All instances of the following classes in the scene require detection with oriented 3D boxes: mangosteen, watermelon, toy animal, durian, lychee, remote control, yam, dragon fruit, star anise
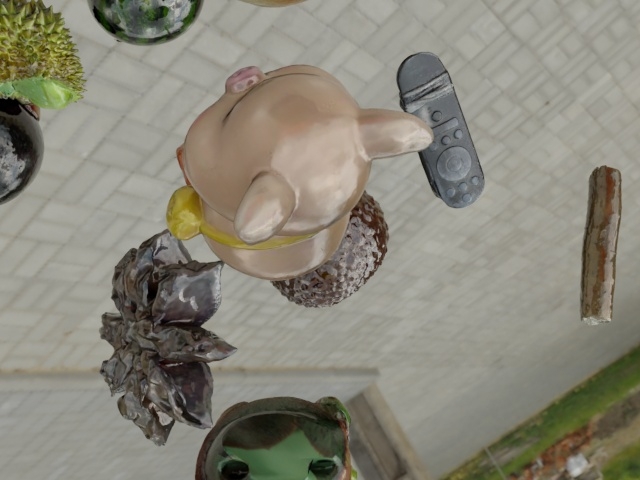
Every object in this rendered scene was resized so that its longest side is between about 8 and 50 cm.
[{"bbox_3d":[-0.859,-0.286,1.911,0.435,0.382,0.382,-51,148,16],"label":"mangosteen"},{"bbox_3d":[-0.375,-0.549,1.651,0.269,0.269,0.269,-24,152,-14],"label":"watermelon"},{"bbox_3d":[-0.037,-0.046,0.633,0.165,0.149,0.248,-44,178,-18],"label":"toy animal"},{"bbox_3d":[-0.479,-0.275,1.137,0.237,0.176,0.200,-11,170,-5],"label":"durian"},{"bbox_3d":[0.000,0.000,1.483,0.261,0.260,0.260,-24,152,-14],"label":"lychee"},{"bbox_3d":[0.181,-0.171,1.188,0.090,0.066,0.265,-28,118,-6],"label":"remote control"},{"bbox_3d":[0.420,0.007,1.148,0.057,0.241,0.057,6,171,1],"label":"yam"},{"bbox_3d":[-0.066,0.359,1.208,0.268,0.295,0.130,-44,146,-36],"label":"dragon fruit"},{"bbox_3d":[-0.233,0.134,1.103,0.118,0.331,0.331,6,136,-46],"label":"star anise"}]

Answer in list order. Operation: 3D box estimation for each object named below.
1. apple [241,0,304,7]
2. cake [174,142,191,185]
[{"bbox_3d":[-0.097,-0.601,1.399,0.339,0.305,0.338,-27,132,-35],"label":"apple"},{"bbox_3d":[-0.205,-0.108,1.541,0.135,0.287,0.098,-1,-161,33],"label":"cake"}]
